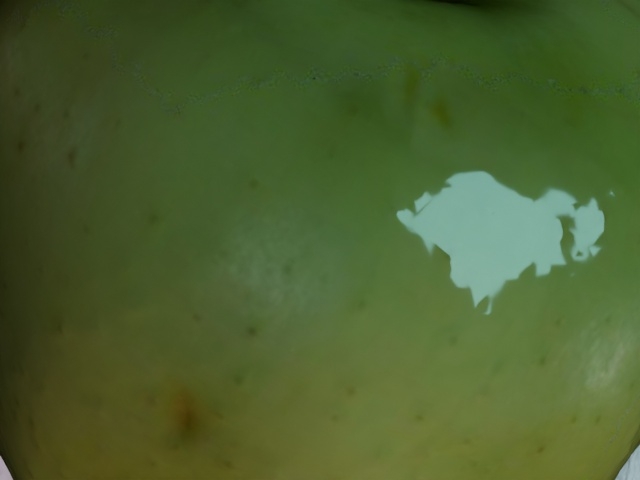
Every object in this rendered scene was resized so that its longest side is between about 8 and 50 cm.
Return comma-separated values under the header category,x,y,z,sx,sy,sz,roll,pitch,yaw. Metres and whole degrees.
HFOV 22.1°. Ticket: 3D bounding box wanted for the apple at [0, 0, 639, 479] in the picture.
category,x,y,z,sx,sy,sz,roll,pitch,yaw
apple,0.000,0.000,0.938,0.473,0.473,0.474,-10,102,-55
